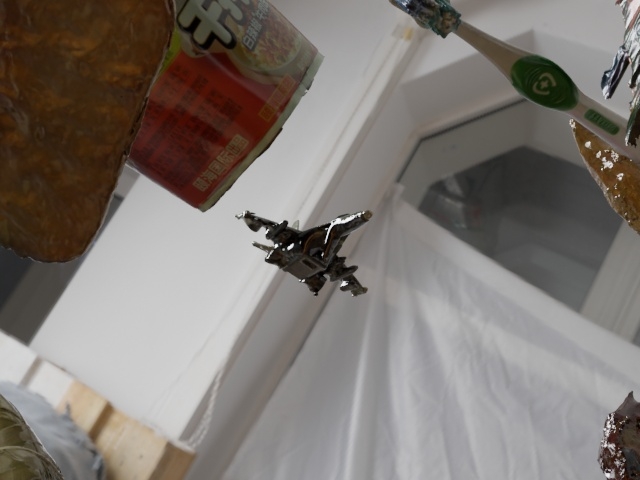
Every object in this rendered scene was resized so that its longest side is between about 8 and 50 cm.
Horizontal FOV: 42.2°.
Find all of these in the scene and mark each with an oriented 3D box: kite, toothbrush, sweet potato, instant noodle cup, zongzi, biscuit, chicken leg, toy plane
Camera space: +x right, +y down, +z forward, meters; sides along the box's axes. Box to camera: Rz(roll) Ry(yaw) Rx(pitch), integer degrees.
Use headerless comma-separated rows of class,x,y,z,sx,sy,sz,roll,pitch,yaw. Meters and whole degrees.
kite,0.310,-0.236,0.778,0.016,0.321,0.234,13,-42,1
toothbrush,0.209,-0.144,0.766,0.417,0.042,0.040,17,28,-41
sweet potato,0.361,-0.072,0.983,0.060,0.068,0.206,6,43,-52
instant noodle cup,-0.179,-0.210,0.905,0.307,0.294,0.294,37,-14,-13
zongzi,-0.252,0.239,0.747,0.178,0.081,0.189,53,-13,56
biscuit,-0.173,-0.091,0.546,0.118,0.247,0.029,29,28,-1
chicken leg,0.400,0.290,1.004,0.063,0.105,0.234,96,-22,-43
toy plane,-0.005,0.009,0.994,0.192,0.088,0.262,33,-15,-13
